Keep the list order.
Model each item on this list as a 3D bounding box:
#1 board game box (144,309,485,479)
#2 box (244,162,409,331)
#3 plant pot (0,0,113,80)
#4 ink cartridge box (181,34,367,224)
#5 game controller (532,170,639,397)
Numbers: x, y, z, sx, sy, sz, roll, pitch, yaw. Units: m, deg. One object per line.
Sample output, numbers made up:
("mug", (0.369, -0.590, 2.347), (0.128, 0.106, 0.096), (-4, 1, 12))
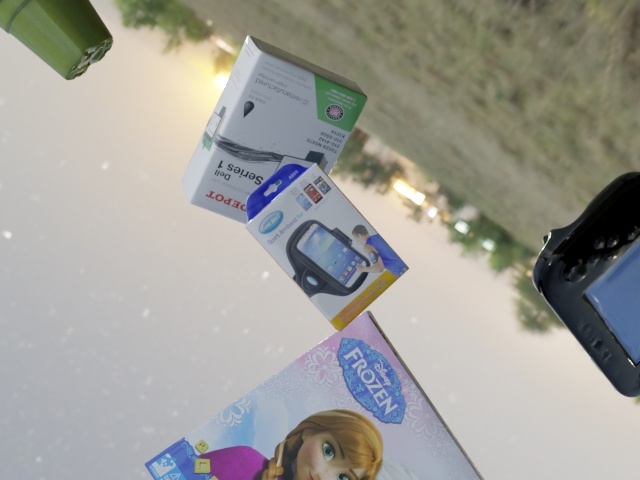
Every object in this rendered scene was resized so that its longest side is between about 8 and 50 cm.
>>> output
("board game box", (0.015, 0.298, 1.370), (0.319, 0.318, 0.066), (55, -177, 6))
("box", (0.000, 0.000, 0.995), (0.136, 0.081, 0.028), (48, 176, -6))
("plant pot", (-0.208, -0.173, 0.941), (0.079, 0.083, 0.083), (48, -176, -1))
("ink cartridge box", (-0.062, -0.127, 1.524), (0.160, 0.219, 0.092), (20, -164, -20))
("game controller", (0.335, 0.053, 1.256), (0.319, 0.166, 0.067), (44, -170, -47))
